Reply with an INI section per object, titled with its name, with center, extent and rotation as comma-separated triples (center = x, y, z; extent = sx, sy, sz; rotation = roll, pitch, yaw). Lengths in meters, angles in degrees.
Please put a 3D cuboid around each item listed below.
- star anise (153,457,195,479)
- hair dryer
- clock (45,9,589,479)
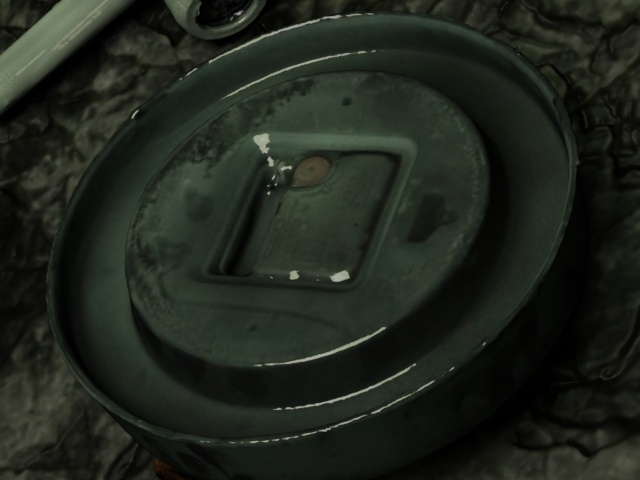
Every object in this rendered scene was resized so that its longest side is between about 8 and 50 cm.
[star anise]
center = -0.027, 0.122, 1.114
extent = 0.177, 0.073, 0.233
rotation = -10, 70, 22
[hair dryer]
center = -0.154, -0.151, 1.303
extent = 0.236, 0.073, 0.131
rotation = -36, 59, 11
[clock]
center = -0.001, 0.000, 1.110
extent = 0.319, 0.066, 0.318
rotation = -13, 47, 14
